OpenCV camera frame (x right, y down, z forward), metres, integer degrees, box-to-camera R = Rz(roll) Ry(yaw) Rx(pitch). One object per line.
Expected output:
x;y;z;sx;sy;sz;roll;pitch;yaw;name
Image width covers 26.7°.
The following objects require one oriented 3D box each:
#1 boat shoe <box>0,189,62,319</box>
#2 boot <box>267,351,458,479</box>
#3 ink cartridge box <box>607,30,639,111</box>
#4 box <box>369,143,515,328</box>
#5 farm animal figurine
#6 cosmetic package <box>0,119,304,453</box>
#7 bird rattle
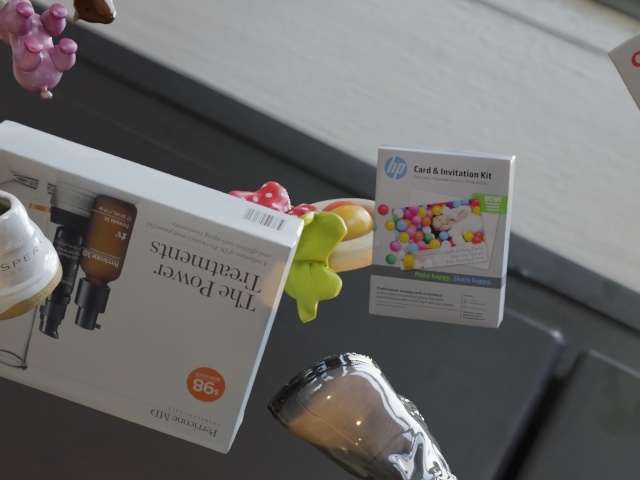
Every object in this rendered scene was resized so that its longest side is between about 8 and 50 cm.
-0.306;-0.031;0.943;0.098;0.277;0.096;-56;151;-41;boat shoe
0.090;0.262;1.524;0.118;0.222;0.338;-42;146;13;boot
0.254;-0.076;0.787;0.109;0.150;0.063;-33;168;32;ink cartridge box
0.131;-0.005;1.458;0.038;0.145;0.186;-34;129;-72;box
-0.345;-0.241;1.228;0.330;0.327;0.172;-48;-178;-42;farm animal figurine
-0.240;0.056;1.585;0.097;0.377;0.284;-67;174;-66;cosmetic package
0.000;0.000;1.763;0.253;0.207;0.143;-133;-146;-69;bird rattle
